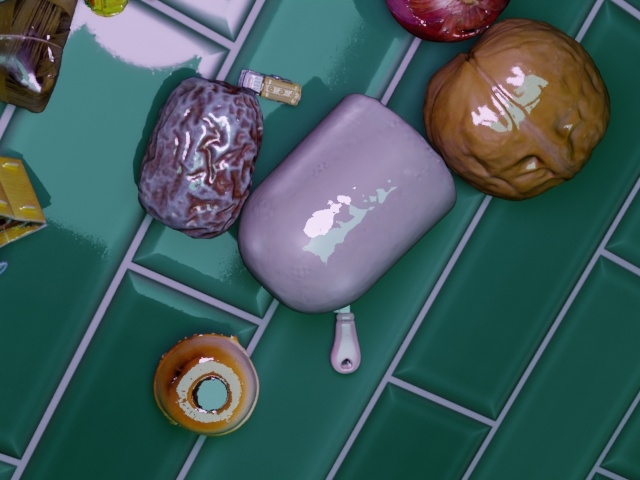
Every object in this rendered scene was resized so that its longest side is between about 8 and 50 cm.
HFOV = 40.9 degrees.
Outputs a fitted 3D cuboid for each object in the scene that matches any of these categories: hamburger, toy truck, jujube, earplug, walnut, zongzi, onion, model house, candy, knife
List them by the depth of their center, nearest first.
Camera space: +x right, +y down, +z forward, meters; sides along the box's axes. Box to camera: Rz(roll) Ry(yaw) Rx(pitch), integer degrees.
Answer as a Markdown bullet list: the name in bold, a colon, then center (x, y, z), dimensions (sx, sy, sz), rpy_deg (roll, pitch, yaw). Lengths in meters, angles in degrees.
- **zongzi**: center (-0.593, -0.411, 1.561), dimensions (0.274, 0.145, 0.300), rpy_deg (16, 84, -13)
- **model house**: center (-0.719, -0.059, 1.623), dimensions (0.323, 0.340, 0.300), rpy_deg (-14, 68, -35)
- **candy**: center (-0.319, -0.481, 1.642), dimensions (0.262, 0.073, 0.077), rpy_deg (-13, 127, -18)
- **jujube**: center (-0.230, -0.163, 1.673), dimensions (0.226, 0.226, 0.317), rpy_deg (19, 99, -19)
- **onion**: center (0.251, -0.525, 1.682), dimensions (0.276, 0.276, 0.276), rpy_deg (-4, 106, -14)
- **earplug**: center (0.025, -0.049, 1.688), dimensions (0.394, 0.312, 0.312), rpy_deg (-44, 111, -9)
- **toy truck**: center (-0.102, -0.309, 1.740), dimensions (0.123, 0.063, 0.052), rpy_deg (12, 103, -18)
- **walnut**: center (0.402, -0.257, 1.745), dimensions (0.354, 0.308, 0.398), rpy_deg (-39, 137, 26)
- **hamburger**: center (-0.245, 0.310, 1.836), dimensions (0.237, 0.147, 0.237), rpy_deg (-1, 94, -10)
- **knife**: center (0.040, 0.137, 1.928), dimensions (0.081, 0.043, 0.336), rpy_deg (-6, 101, -6)
